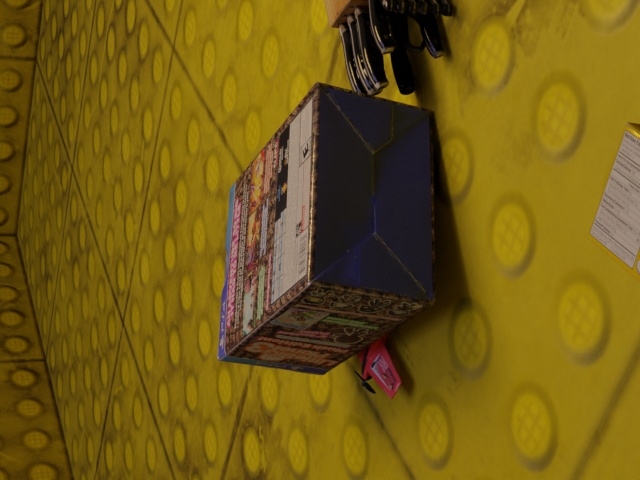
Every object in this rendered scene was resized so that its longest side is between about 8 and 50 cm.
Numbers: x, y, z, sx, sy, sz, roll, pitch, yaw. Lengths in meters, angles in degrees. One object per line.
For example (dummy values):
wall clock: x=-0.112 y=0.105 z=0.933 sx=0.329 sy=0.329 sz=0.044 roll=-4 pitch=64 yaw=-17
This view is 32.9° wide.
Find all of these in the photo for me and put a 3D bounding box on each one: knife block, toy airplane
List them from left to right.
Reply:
knife block: x=0.052 y=-0.289 z=1.226 sx=0.276 sy=0.088 sz=0.242 roll=-138 pitch=54 yaw=-58
toy airplane: x=0.069 y=0.109 z=1.258 sx=0.151 sy=0.028 sz=0.151 roll=3 pitch=93 yaw=64

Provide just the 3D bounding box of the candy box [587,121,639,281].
candy box: x=0.278 y=0.000 z=0.803 sx=0.206 sy=0.027 sz=0.105 roll=53 pitch=134 yaw=53

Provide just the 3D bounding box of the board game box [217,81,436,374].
board game box: x=0.000 y=0.000 z=1.229 sx=0.291 sy=0.141 sz=0.232 roll=139 pitch=138 yaw=-59
